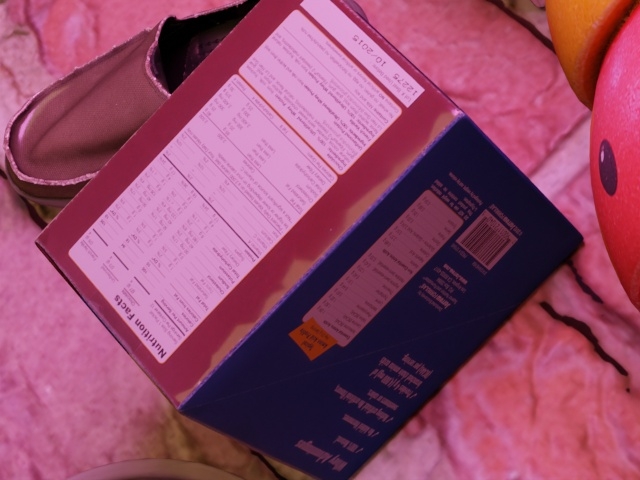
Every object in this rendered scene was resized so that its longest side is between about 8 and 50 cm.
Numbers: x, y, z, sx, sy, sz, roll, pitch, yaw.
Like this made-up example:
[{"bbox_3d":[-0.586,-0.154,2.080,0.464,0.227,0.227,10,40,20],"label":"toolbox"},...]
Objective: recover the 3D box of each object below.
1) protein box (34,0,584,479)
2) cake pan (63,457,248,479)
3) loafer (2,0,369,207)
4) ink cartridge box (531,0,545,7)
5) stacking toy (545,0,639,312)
[{"bbox_3d":[0.000,0.000,1.023,0.201,0.200,0.136,-46,59,5],"label":"protein box"},{"bbox_3d":[-0.096,0.269,1.059,0.293,0.054,0.293,-9,69,23],"label":"cake pan"},{"bbox_3d":[-0.095,-0.099,1.168,0.251,0.087,0.094,-24,64,16],"label":"loafer"},{"bbox_3d":[0.131,-0.289,1.080,0.233,0.168,0.171,-44,60,6],"label":"ink cartridge box"},{"bbox_3d":[0.215,-0.099,0.854,0.351,0.350,0.480,-34,65,11],"label":"stacking toy"}]
